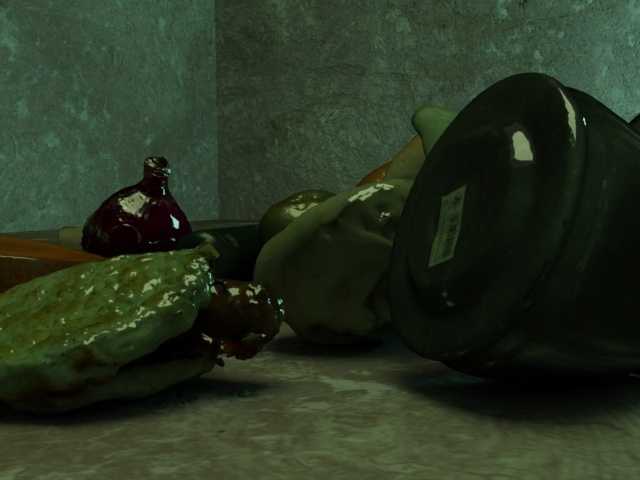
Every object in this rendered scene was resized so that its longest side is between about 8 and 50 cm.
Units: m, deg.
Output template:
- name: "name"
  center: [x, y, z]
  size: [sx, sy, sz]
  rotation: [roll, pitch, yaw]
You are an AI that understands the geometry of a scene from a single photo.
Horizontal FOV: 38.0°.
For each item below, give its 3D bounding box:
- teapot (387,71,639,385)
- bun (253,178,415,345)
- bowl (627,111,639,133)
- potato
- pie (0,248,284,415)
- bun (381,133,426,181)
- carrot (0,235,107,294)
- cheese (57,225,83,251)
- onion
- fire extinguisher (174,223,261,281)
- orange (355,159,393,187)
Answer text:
- name: "teapot"
  center: [0.190, 0.011, 0.798]
  size: [0.239, 0.239, 0.322]
  rotation: [23, -4, -22]
- name: "bun"
  center: [0.051, 0.034, 0.950]
  size: [0.231, 0.133, 0.231]
  rotation: [-19, -22, -8]
- name: "bowl"
  center: [0.496, -0.056, 1.473]
  size: [0.185, 0.354, 0.354]
  rotation: [45, 16, 11]
- name: "potato"
  center: [0.000, 0.000, 1.496]
  size: [0.178, 0.160, 0.235]
  rotation: [29, 13, 40]
- name: "pie"
  center: [-0.195, 0.072, 0.774]
  size: [0.257, 0.105, 0.274]
  rotation: [-15, 11, -36]
- name: "bun"
  center: [0.221, -0.085, 1.556]
  size: [0.299, 0.298, 0.164]
  rotation: [-2, 42, -23]
- name: "carrot"
  center: [-0.452, 0.041, 1.320]
  size: [0.307, 0.100, 0.258]
  rotation: [0, 6, -22]
- name: "cheese"
  center: [-0.391, 0.014, 1.890]
  size: [0.287, 0.082, 0.163]
  rotation: [1, 4, -14]
- name: "onion"
  center: [-0.284, -0.032, 1.541]
  size: [0.140, 0.218, 0.195]
  rotation: [33, 15, 30]
- name: "fire extinguisher"
  center: [-0.151, 0.031, 1.490]
  size: [0.095, 0.114, 0.311]
  rotation: [-46, -15, 18]
- name: "orange"
  center: [0.151, -0.062, 1.877]
  size: [0.171, 0.240, 0.240]
  rotation: [47, 23, 18]
